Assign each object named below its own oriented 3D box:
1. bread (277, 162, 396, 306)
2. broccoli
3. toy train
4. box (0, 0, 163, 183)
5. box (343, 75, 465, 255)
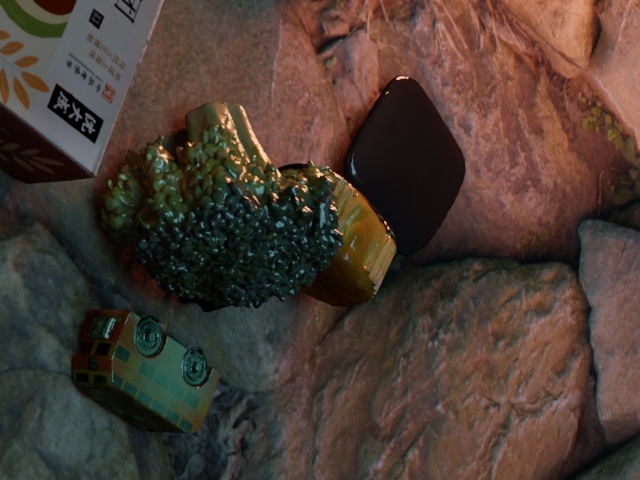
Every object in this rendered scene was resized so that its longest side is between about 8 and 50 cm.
[{"bbox_3d":[0.000,0.000,2.243,0.190,0.132,0.114,51,51,-30],"label":"bread"},{"bbox_3d":[-0.115,-0.042,2.099,0.247,0.263,0.243,83,-3,-59],"label":"broccoli"},{"bbox_3d":[-0.189,0.148,2.051,0.188,0.072,0.099,40,58,-41],"label":"toy train"},{"bbox_3d":[-0.334,-0.300,1.870,0.385,0.122,0.344,40,58,-41],"label":"box"},{"bbox_3d":[0.111,-0.100,2.455,0.201,0.042,0.212,54,48,-33],"label":"box"}]
